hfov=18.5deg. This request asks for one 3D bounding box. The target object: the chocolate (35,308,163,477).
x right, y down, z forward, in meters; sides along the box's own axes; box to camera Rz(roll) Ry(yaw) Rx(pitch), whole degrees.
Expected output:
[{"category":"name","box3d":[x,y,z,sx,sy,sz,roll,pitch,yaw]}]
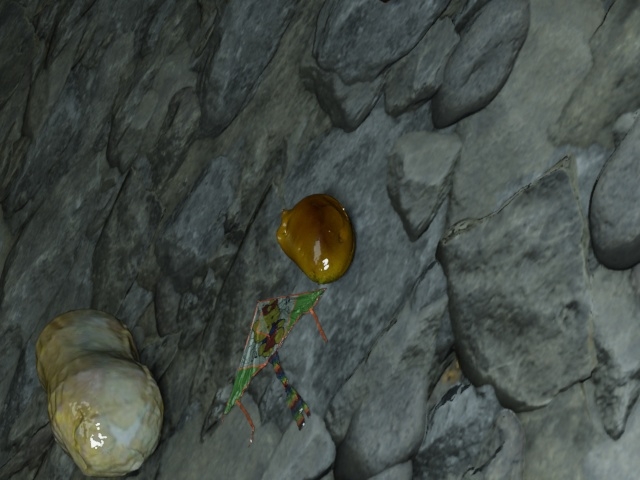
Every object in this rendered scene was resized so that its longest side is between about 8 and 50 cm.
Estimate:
[{"category":"chocolate","box3d":[-0.253,0.170,2.256,0.134,0.134,0.309,-57,22,13]}]

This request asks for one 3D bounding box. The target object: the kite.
[{"category":"kite","box3d":[-0.048,0.130,2.041,0.198,0.006,0.244,-54,26,18]}]

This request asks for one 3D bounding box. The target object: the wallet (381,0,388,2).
[{"category":"wallet","box3d":[0.120,-0.337,2.159,0.176,0.026,0.095,-42,26,35]}]

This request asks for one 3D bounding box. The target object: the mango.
[{"category":"mango","box3d":[0.000,0.000,2.013,0.077,0.063,0.127,-49,33,17]}]
